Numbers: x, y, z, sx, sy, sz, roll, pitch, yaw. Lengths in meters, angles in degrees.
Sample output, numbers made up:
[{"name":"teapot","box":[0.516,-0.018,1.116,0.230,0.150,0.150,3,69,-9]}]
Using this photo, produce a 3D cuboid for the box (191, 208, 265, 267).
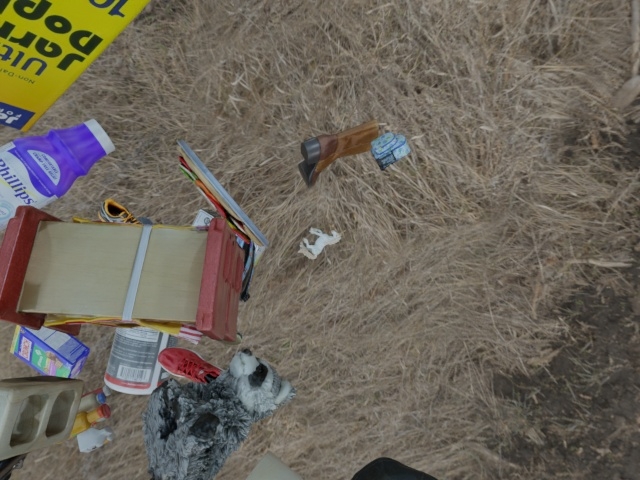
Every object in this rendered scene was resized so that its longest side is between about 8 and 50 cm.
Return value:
[{"name":"box","box":[-0.380,0.015,1.642,0.290,0.087,0.169,30,98,12]}]

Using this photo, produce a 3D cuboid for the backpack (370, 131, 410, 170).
[{"name":"backpack","box":[0.222,-0.295,1.316,0.115,0.105,0.084,-26,122,11]}]

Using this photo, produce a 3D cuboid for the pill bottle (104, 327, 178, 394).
[{"name":"pill bottle","box":[-0.601,0.325,1.437,0.211,0.210,0.362,12,85,-2]}]

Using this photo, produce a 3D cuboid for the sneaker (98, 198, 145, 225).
[{"name":"sneaker","box":[-0.635,-0.055,1.354,0.215,0.084,0.083,34,139,-6]}]

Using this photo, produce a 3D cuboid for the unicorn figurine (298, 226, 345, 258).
[{"name":"unicorn figurine","box":[0.000,0.000,1.483,0.111,0.060,0.161,35,90,6]}]

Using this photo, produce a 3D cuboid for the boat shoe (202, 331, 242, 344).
[{"name":"boat shoe","box":[-0.378,0.313,1.489,0.224,0.073,0.080,11,131,16]}]

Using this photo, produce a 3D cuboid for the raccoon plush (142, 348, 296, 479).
[{"name":"raccoon plush","box":[-0.252,0.472,0.979,0.216,0.299,0.445,35,108,39]}]

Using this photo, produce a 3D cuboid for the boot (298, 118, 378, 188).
[{"name":"boot","box":[0.063,-0.309,1.480,0.281,0.264,0.096,-22,62,-15]}]

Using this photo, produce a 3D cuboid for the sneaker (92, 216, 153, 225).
[{"name":"sneaker","box":[-0.869,-0.035,1.725,0.319,0.131,0.112,-5,93,-22]}]

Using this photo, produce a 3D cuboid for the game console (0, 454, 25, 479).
[{"name":"game console","box":[-0.819,0.587,1.062,0.044,0.213,0.361,45,132,-1]}]

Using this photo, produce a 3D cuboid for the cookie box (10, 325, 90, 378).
[{"name":"cookie box","box":[-0.444,0.180,0.676,0.107,0.040,0.092,38,124,-3]}]

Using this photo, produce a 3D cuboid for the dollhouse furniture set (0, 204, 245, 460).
[{"name":"dollhouse furniture set","box":[-0.203,0.161,0.400,0.202,0.152,0.373,5,73,-1]}]

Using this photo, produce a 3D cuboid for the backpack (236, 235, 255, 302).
[{"name":"backpack","box":[-0.238,0.062,1.095,0.117,0.158,0.173,9,69,3]}]

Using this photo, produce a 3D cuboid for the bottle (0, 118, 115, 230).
[{"name":"bottle","box":[-0.510,-0.119,0.726,0.283,0.092,0.118,-38,121,-22]}]

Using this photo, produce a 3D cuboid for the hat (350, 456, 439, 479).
[{"name":"hat","box":[0.213,0.765,1.095,0.332,0.331,0.133,12,117,-2]}]

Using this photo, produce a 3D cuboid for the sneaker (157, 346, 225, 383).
[{"name":"sneaker","box":[-0.358,0.360,1.173,0.221,0.128,0.086,23,66,-8]}]

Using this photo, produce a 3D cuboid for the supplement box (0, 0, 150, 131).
[{"name":"supplement box","box":[-0.322,-0.304,0.411,0.357,0.194,0.195,-25,69,29]}]

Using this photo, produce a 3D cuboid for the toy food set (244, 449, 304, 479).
[{"name":"toy food set","box":[-0.089,0.525,0.651,0.220,0.306,0.092,35,131,13]}]

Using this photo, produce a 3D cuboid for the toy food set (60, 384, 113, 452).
[{"name":"toy food set","box":[-0.529,0.417,0.974,0.105,0.232,0.111,-24,61,-14]}]

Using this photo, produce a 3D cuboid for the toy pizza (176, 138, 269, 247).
[{"name":"toy pizza","box":[-0.149,-0.060,0.605,0.032,0.201,0.201,-40,100,-6]}]
